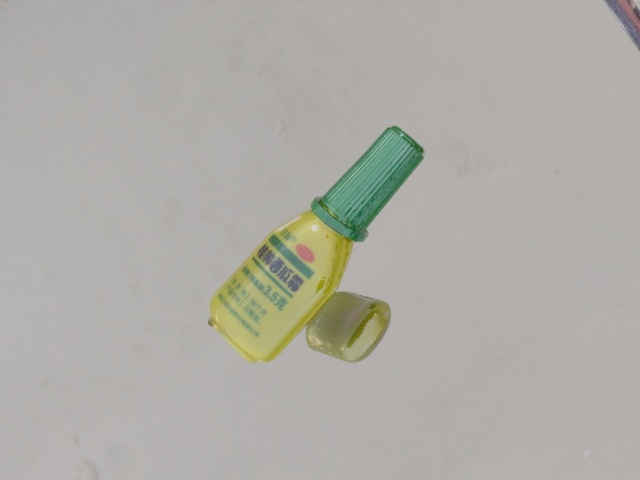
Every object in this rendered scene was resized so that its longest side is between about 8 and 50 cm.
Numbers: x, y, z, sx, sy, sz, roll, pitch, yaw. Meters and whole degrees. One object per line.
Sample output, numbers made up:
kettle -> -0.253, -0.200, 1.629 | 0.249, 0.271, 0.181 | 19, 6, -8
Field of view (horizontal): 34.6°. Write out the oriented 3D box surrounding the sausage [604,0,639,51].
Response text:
sausage -> 0.308, -0.245, 1.051 | 0.198, 0.028, 0.025 | 50, 145, -15

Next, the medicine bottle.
medicine bottle -> 0.000, 0.000, 1.153 | 0.309, 0.076, 0.111 | -48, 63, 3

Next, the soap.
soap -> 0.034, 0.105, 1.249 | 0.045, 0.089, 0.140 | 45, 164, -25
